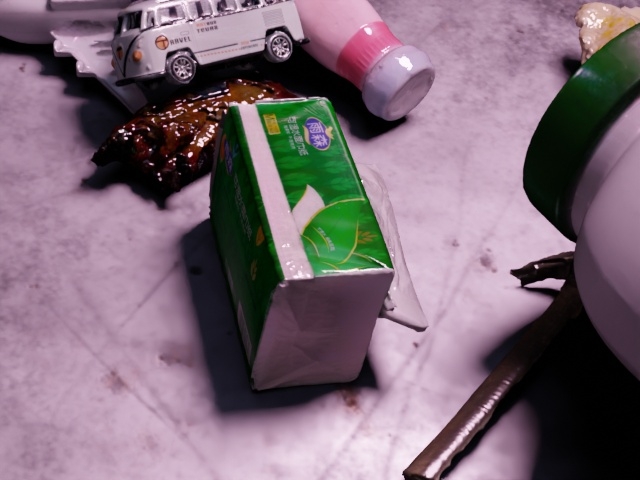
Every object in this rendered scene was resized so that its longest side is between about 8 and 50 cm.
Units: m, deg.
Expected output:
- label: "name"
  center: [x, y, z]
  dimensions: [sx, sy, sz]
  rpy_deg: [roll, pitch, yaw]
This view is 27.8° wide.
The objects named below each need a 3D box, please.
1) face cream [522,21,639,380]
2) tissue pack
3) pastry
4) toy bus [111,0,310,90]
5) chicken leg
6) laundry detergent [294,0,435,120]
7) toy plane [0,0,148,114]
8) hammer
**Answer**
- label: "face cream"
  center: [0.344, 0.006, 0.984]
  dimensions: [0.312, 0.219, 0.357]
  rpy_deg: [-23, 53, -24]
- label: "tissue pack"
  center: [0.001, -0.002, 1.106]
  dimensions: [0.156, 0.148, 0.209]
  rpy_deg: [-4, 48, -15]
- label: "pastry"
  center: [0.308, -0.150, 1.345]
  dimensions: [0.121, 0.089, 0.258]
  rpy_deg: [10, 45, 3]
- label: "toy bus"
  center: [-0.112, -0.200, 1.247]
  dimensions: [0.194, 0.089, 0.087]
  rpy_deg: [-19, 10, -32]
- label: "chicken leg"
  center: [-0.109, -0.108, 1.242]
  dimensions: [0.234, 0.063, 0.105]
  rpy_deg: [-27, 63, -32]
- label: "laundry detergent"
  center: [-0.017, -0.255, 1.353]
  dimensions: [0.088, 0.159, 0.335]
  rpy_deg: [-46, 69, 4]
- label: "toy plane"
  center: [-0.223, -0.239, 1.315]
  dimensions: [0.255, 0.101, 0.251]
  rpy_deg: [1, 57, -10]
- label: "hammer"
  center: [0.164, 0.107, 1.099]
  dimensions: [0.125, 0.027, 0.297]
  rpy_deg: [12, 45, 39]
